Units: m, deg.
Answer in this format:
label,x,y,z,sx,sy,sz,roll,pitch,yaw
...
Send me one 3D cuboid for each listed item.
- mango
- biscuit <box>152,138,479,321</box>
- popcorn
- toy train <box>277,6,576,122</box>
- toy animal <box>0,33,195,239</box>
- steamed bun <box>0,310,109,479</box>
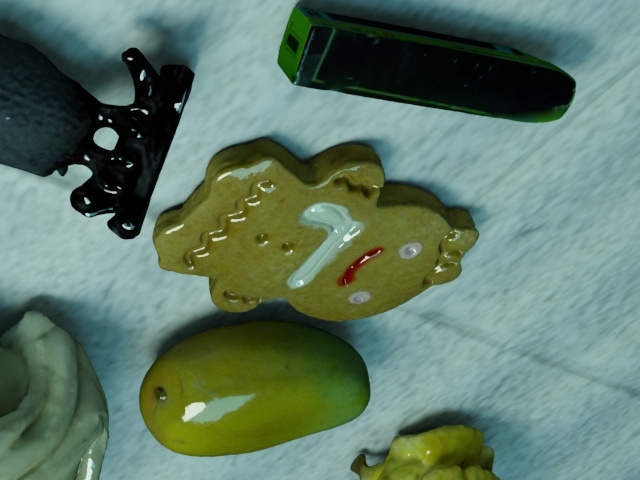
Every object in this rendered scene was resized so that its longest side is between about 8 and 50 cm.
label,x,y,z,sx,sy,sz,roll,pitch,yaw
mango,-0.047,0.118,1.377,0.194,0.092,0.130,6,137,-32
biscuit,0.001,0.002,1.292,0.249,0.035,0.184,19,132,-37
popcorn,0.100,0.243,1.557,0.148,0.152,0.167,-25,133,-50
toy train,0.073,-0.116,1.158,0.209,0.042,0.044,7,117,-28
toy animal,-0.190,-0.091,1.090,0.210,0.121,0.117,22,176,-18
steamed bun,-0.302,0.210,1.298,0.309,0.219,0.324,7,137,-28
